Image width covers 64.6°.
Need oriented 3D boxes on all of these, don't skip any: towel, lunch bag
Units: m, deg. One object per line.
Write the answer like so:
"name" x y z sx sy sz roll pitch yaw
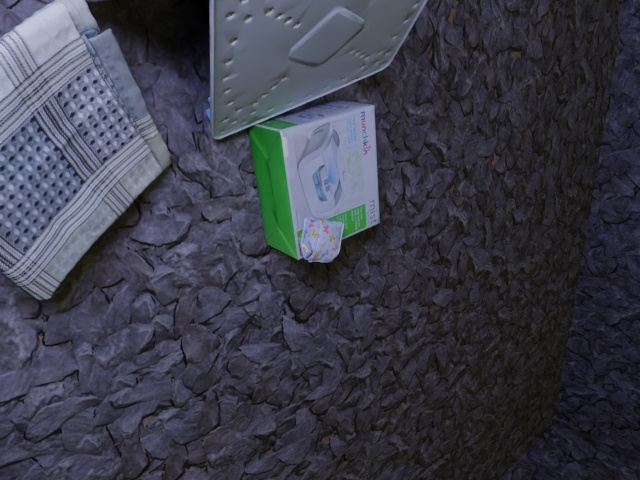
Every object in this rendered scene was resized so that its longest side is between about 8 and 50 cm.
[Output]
"towel" -0.349 -0.118 0.682 0.324 0.056 0.312 -59 151 -30
"lunch bag" 0.000 0.000 0.970 0.071 0.053 0.083 5 95 -43

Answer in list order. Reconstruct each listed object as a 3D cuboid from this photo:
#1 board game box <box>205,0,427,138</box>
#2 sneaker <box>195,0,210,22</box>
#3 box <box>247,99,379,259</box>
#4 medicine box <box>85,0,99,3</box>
"board game box" 0.000 -0.329 0.783 0.390 0.390 0.050 -27 83 -17
"sneaker" -0.173 -0.416 0.799 0.130 0.109 0.286 -14 107 -30
"box" -0.006 -0.131 1.035 0.231 0.127 0.261 -22 120 -31
"medicine box" -0.268 -0.430 0.566 0.149 0.289 0.263 -46 131 -18
